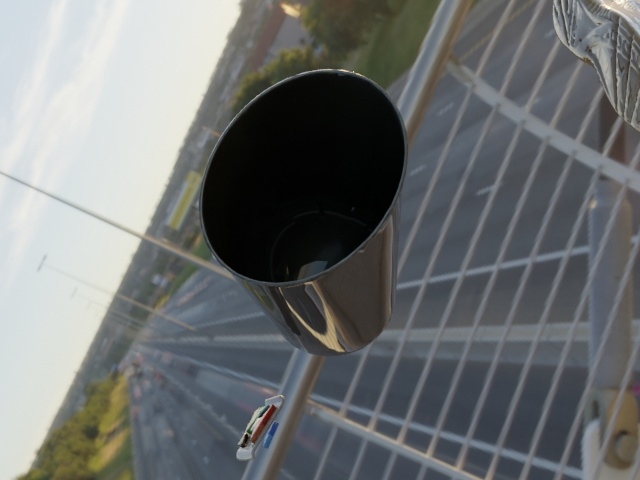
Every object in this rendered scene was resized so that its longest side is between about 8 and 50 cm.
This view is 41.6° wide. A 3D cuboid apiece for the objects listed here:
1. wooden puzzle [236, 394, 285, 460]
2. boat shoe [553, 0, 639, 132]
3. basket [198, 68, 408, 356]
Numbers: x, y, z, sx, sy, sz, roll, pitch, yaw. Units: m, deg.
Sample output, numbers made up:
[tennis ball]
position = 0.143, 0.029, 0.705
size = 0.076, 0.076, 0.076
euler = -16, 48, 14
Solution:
[wooden puzzle]
position = -0.067, 0.201, 0.904
size = 0.079, 0.014, 0.116
euler = -63, 10, -30
[boat shoe]
position = 0.325, -0.199, 0.841
size = 0.277, 0.096, 0.098
euler = -104, 6, -48
[basket]
position = 0.000, 0.000, 0.744
size = 0.227, 0.154, 0.204
euler = 77, -147, -60
